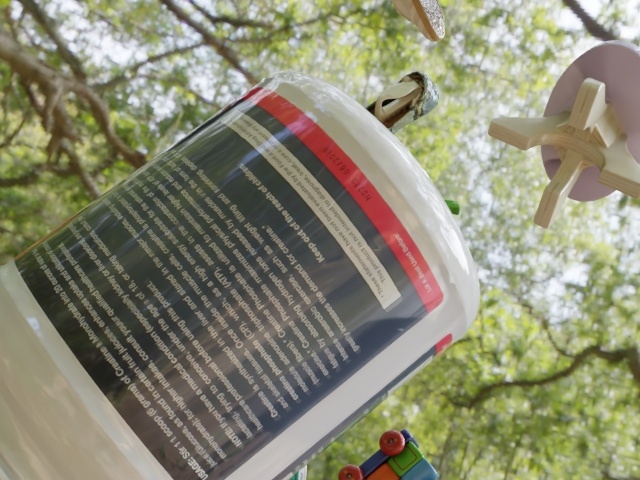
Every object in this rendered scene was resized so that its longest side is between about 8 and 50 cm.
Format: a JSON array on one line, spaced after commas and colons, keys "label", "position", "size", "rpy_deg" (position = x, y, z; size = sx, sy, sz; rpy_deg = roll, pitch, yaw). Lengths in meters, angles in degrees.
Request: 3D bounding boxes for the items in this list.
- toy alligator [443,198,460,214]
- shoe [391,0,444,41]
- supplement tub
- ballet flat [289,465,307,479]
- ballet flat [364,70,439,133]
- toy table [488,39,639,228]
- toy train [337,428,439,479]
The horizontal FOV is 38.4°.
[{"label": "toy alligator", "position": [0.086, -0.054, 1.199], "size": [0.190, 0.051, 0.056], "rpy_deg": [17, -45, 15]}, {"label": "shoe", "position": [0.159, -0.455, 1.677], "size": [0.058, 0.219, 0.077], "rpy_deg": [-29, -5, 38]}, {"label": "supplement tub", "position": [-0.066, 0.051, 0.518], "size": [0.191, 0.272, 0.191], "rpy_deg": [50, -11, 14]}, {"label": "ballet flat", "position": [-0.100, 0.372, 0.999], "size": [0.116, 0.342, 0.124], "rpy_deg": [14, -20, 8]}, {"label": "ballet flat", "position": [0.074, -0.167, 1.241], "size": [0.070, 0.188, 0.070], "rpy_deg": [53, -3, 4]}, {"label": "toy table", "position": [0.406, -0.158, 1.422], "size": [0.252, 0.161, 0.274], "rpy_deg": [18, -54, 29]}, {"label": "toy train", "position": [0.086, 0.433, 1.476], "size": [0.143, 0.248, 0.105], "rpy_deg": [46, -8, 35]}]
